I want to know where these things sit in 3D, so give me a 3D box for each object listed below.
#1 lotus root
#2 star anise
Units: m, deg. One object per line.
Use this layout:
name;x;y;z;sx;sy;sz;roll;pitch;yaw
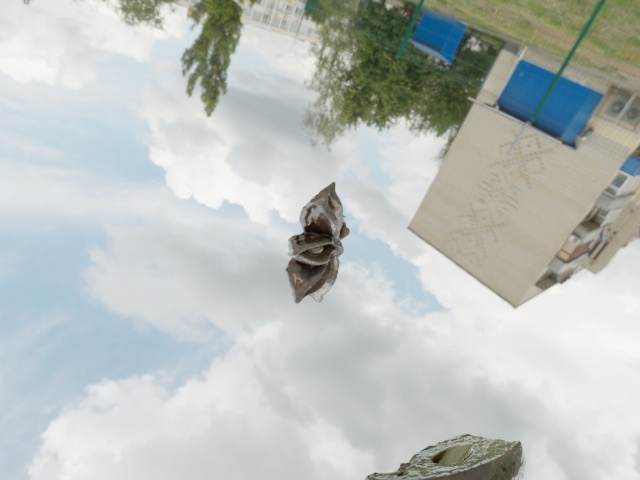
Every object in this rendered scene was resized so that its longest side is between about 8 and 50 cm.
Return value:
lotus root;0.230;0.445;0.783;0.314;0.210;0.142;-17;-170;-33
star anise;-0.005;0.016;0.747;0.073;0.212;0.197;15;-113;15
